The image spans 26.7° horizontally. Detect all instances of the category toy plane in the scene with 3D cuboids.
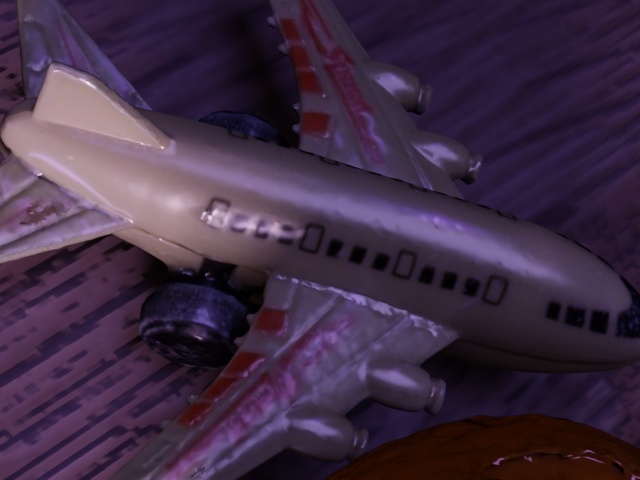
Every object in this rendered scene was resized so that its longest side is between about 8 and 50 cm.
[{"bbox_3d":[0.000,0.000,0.455,0.244,0.092,0.229,22,59,-17],"label":"toy plane"}]

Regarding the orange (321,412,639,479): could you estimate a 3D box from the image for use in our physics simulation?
[{"bbox_3d":[0.052,0.147,0.380,0.193,0.161,0.193,7,66,-15],"label":"orange"}]
